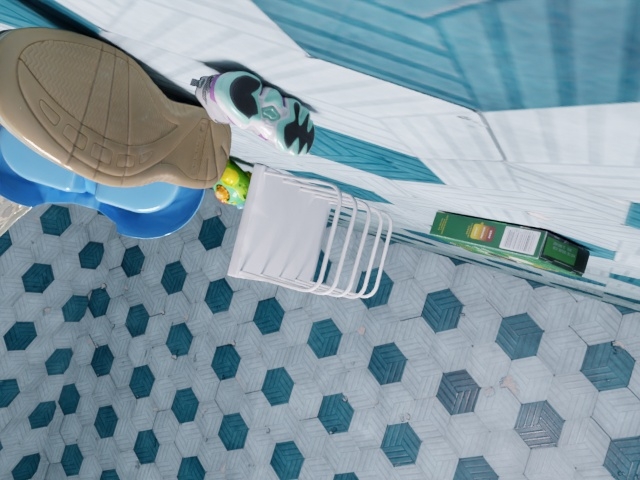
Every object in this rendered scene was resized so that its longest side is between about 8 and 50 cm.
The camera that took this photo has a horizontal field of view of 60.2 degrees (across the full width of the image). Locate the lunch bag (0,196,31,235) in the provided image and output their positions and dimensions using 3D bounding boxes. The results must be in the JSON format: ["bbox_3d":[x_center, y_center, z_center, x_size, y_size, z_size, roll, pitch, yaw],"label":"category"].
[{"bbox_3d":[-0.553,-0.137,0.730,0.235,0.169,0.287,56,-169,12],"label":"lunch bag"}]

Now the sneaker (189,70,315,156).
[{"bbox_3d":[-0.053,-0.096,0.408,0.069,0.038,0.098,19,172,40],"label":"sneaker"}]

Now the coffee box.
[{"bbox_3d":[0.254,0.003,0.762,0.113,0.040,0.184,18,179,-35],"label":"coffee box"}]

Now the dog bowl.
[{"bbox_3d":[-0.297,-0.110,0.739,0.297,0.166,0.074,17,-169,-9],"label":"dog bowl"}]

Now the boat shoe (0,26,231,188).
[{"bbox_3d":[-0.178,-0.101,0.475,0.092,0.103,0.285,12,-176,19],"label":"boat shoe"}]

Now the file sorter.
[{"bbox_3d":[0.000,0.000,1.003,0.173,0.193,0.277,14,178,27],"label":"file sorter"}]

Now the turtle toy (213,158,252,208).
[{"bbox_3d":[-0.162,-0.104,0.981,0.095,0.066,0.130,29,-163,-45],"label":"turtle toy"}]
